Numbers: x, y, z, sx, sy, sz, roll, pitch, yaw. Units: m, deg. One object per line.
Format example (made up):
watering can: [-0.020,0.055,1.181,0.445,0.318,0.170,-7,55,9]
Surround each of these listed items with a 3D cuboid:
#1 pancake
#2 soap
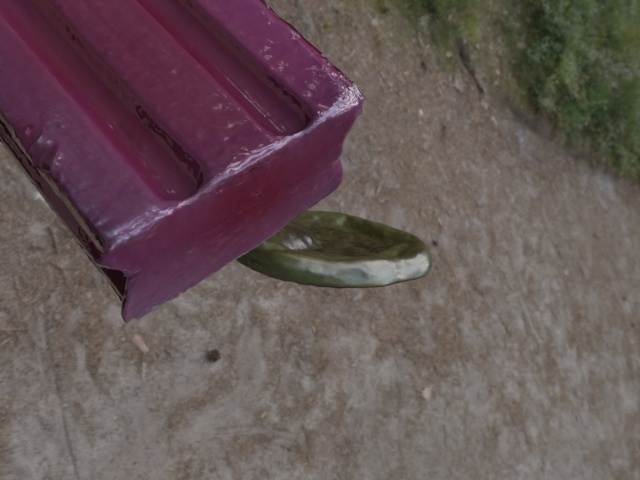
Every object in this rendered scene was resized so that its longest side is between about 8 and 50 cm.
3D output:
pancake: [0.000,0.000,0.800,0.294,0.294,0.049,-5,107,-51]
soap: [-0.168,-0.144,0.525,0.233,0.128,0.359,-34,69,-24]
